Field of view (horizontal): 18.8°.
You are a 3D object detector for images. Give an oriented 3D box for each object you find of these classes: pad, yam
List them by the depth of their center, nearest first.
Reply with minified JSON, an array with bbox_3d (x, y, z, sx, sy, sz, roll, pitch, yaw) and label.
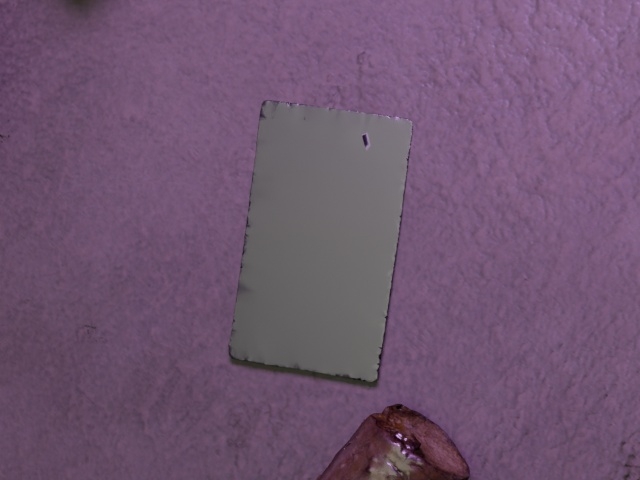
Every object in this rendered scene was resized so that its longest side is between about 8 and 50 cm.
[{"bbox_3d":[0.019,0.294,1.875,0.131,0.131,0.280,39,103,11],"label":"yam"},{"bbox_3d":[0.000,0.000,1.921,0.159,0.009,0.265,9,95,17],"label":"pad"}]
